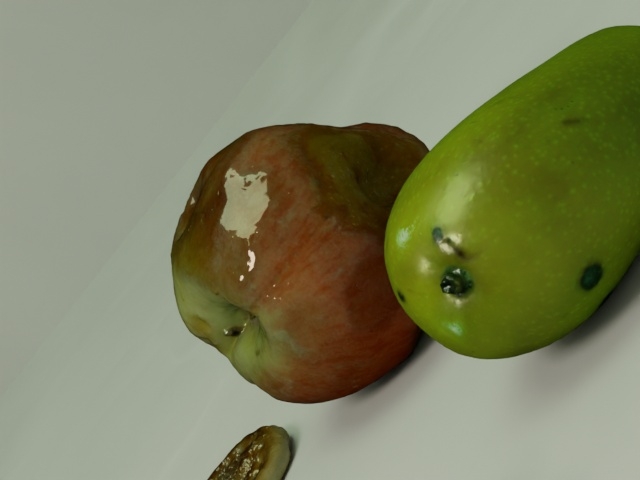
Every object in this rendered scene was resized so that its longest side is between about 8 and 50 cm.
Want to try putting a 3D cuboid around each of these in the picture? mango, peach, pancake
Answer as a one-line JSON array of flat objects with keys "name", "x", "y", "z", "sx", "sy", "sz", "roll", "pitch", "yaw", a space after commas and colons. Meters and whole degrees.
[{"name": "mango", "x": 0.152, "y": -0.041, "z": 1.205, "sx": 0.293, "sy": 0.143, "sz": 0.175, "roll": -47, "pitch": 2, "yaw": -38}, {"name": "peach", "x": 0.000, "y": 0.000, "z": 1.454, "sx": 0.214, "sy": 0.214, "sz": 0.235, "roll": -34, "pitch": 14, "yaw": 52}, {"name": "pancake", "x": -0.080, "y": 0.212, "z": 1.521, "sx": 0.158, "sy": 0.028, "sz": 0.158, "roll": -47, "pitch": 10, "yaw": 11}]
